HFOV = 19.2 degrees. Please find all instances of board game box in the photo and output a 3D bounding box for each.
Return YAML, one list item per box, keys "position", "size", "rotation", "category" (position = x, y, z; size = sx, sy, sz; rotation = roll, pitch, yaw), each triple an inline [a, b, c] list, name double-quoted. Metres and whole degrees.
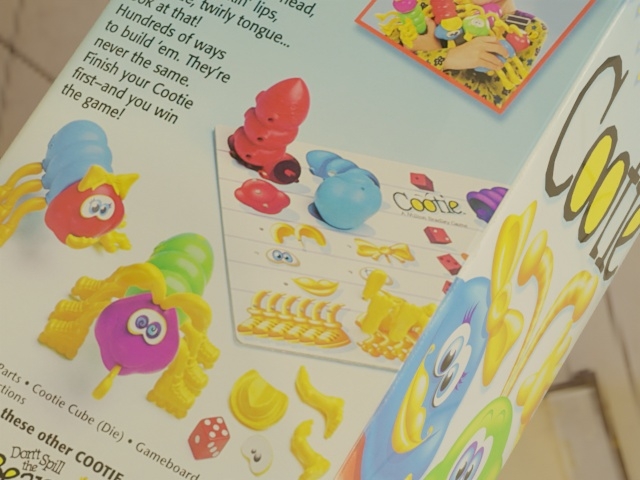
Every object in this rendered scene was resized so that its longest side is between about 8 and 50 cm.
- position: [0.000, 0.000, 0.581]
  size: [0.144, 0.142, 0.275]
  rotation: [26, 75, 23]
  category: "board game box"
